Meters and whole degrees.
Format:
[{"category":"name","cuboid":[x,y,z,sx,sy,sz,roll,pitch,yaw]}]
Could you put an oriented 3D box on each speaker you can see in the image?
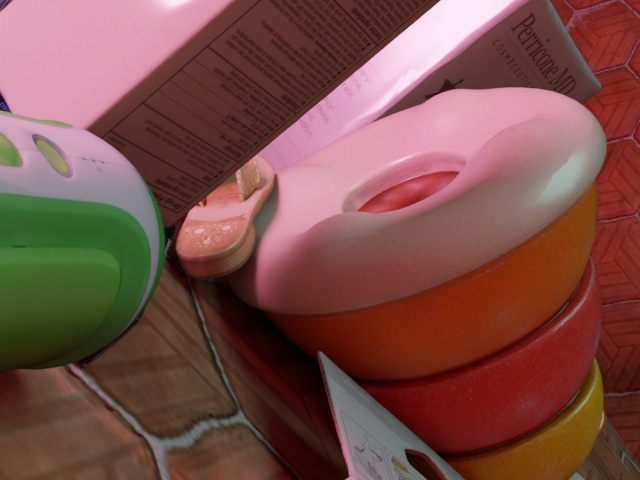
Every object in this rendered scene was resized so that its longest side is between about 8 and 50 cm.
[{"category":"speaker","cuboid":[-0.170,0.001,0.439,0.131,0.131,0.296,54,12,10]}]

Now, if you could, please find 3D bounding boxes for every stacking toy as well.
[{"category":"stacking toy","cuboid":[0.151,0.126,1.039,0.350,0.350,0.480,-98,165,-67]}]

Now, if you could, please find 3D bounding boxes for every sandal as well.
[{"category":"sandal","cuboid":[-0.090,-0.060,0.956,0.240,0.088,0.079,-91,171,-61]}]

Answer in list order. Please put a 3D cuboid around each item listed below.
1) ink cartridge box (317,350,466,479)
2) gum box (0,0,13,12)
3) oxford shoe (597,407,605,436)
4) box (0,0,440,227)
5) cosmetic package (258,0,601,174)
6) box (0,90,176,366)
[{"category":"ink cartridge box","cuboid":[0.088,0.255,0.804,0.296,0.066,0.261,44,14,-34]},{"category":"gum box","cuboid":[-0.266,-0.237,0.884,0.157,0.041,0.184,54,26,17]},{"category":"oxford shoe","cuboid":[0.224,0.173,1.516,0.363,0.130,0.133,48,-29,28]},{"category":"box","cuboid":[-0.044,-0.159,0.683,0.121,0.311,0.148,57,12,26]},{"category":"cosmetic package","cuboid":[0.069,-0.230,1.369,0.327,0.394,0.329,58,14,25]},{"category":"box","cuboid":[-0.189,-0.045,0.689,0.220,0.051,0.175,49,12,-15]}]
